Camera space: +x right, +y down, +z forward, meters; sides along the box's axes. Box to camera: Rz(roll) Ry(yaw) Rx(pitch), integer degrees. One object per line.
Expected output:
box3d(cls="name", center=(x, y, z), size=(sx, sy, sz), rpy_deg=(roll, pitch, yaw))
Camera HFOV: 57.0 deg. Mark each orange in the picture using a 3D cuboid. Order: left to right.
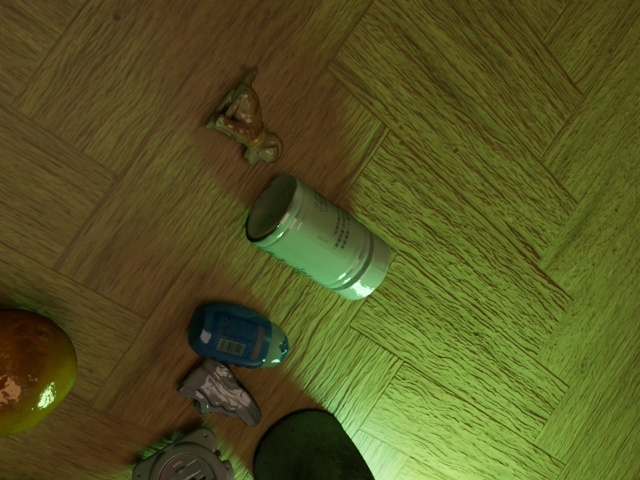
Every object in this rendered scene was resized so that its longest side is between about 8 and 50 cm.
box3d(cls="orange", center=(-0.630, 0.265, 1.189), size=(0.261, 0.261, 0.260), rpy_deg=(-7, 108, -24))

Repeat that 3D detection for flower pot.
box3d(cls="flower pot", center=(0.011, 0.665, 1.583), size=(0.294, 0.330, 0.293), rpy_deg=(-9, 110, -25))

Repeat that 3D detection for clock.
box3d(cls="clock", center=(-0.326, 0.620, 1.476), size=(0.228, 0.090, 0.247), rpy_deg=(-27, 79, -17))

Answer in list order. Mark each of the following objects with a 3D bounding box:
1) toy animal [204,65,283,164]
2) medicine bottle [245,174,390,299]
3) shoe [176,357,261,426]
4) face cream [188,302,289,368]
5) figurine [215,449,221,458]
box3d(cls="toy animal", center=(-0.140, -0.278, 1.370), size=(0.185, 0.104, 0.183), rpy_deg=(39, 79, -25))
box3d(cls="medicine bottle", center=(0.000, 0.000, 1.463), size=(0.332, 0.190, 0.189), rpy_deg=(33, 88, -29))
box3d(cls="shoe", center=(-0.255, 0.410, 1.516), size=(0.138, 0.095, 0.245), rpy_deg=(-36, 114, -9))
box3d(cls="face cream", center=(-0.195, 0.245, 1.489), size=(0.264, 0.083, 0.148), rpy_deg=(23, 70, -29))
box3d(cls="figurine", center=(-0.287, 0.612, 1.576), size=(0.072, 0.054, 0.129), rpy_deg=(-23, 111, -15))
